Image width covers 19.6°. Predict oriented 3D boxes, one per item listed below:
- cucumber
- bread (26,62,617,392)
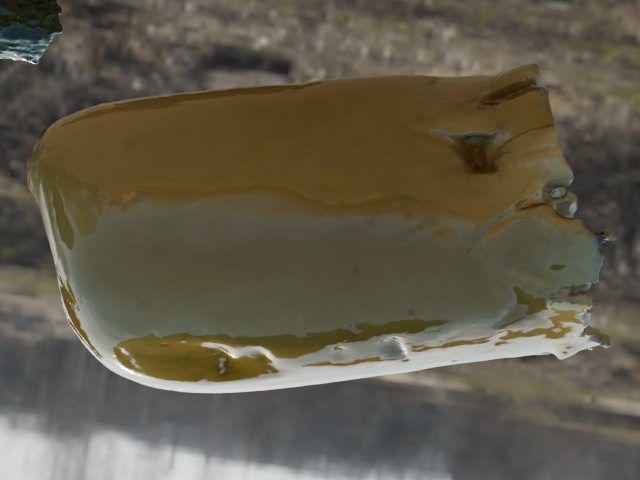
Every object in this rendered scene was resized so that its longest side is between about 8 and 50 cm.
[{"bbox_3d":[-0.255,-0.151,1.188,0.187,0.058,0.058,5,178,-36],"label":"cucumber"},{"bbox_3d":[0.000,0.002,0.578,0.173,0.085,0.134,-5,170,4],"label":"bread"}]
